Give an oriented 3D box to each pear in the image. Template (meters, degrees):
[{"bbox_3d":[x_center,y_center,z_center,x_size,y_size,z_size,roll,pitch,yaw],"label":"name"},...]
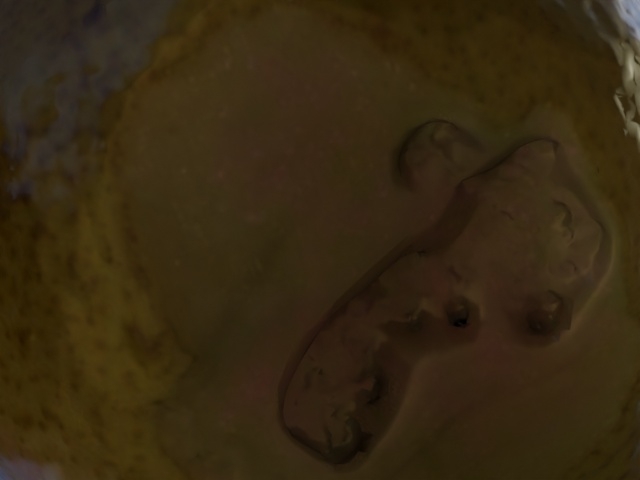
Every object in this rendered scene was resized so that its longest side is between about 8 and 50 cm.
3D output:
[{"bbox_3d":[0.000,0.000,0.503,0.271,0.271,0.271,-16,-53,-22],"label":"pear"}]
